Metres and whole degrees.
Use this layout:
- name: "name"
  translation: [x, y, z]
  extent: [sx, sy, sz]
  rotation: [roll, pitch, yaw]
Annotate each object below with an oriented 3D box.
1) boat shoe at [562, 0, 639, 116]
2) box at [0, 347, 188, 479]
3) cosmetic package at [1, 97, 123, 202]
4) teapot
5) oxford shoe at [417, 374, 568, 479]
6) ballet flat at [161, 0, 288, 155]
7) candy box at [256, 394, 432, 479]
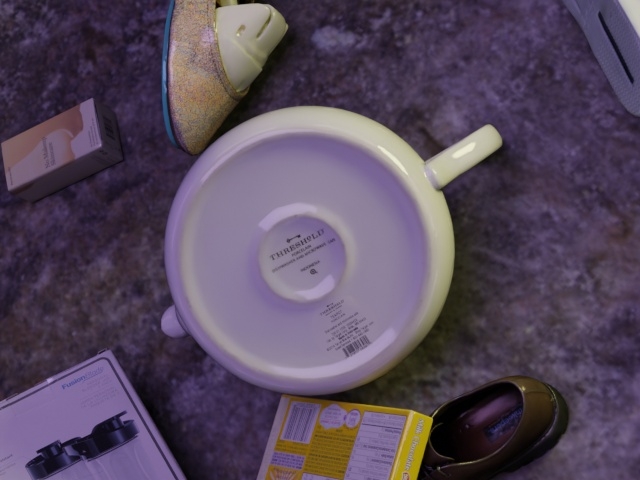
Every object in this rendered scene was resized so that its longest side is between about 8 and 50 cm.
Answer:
- name: "boat shoe"
  translation: [0.258, -0.228, 1.326]
  extent: [0.094, 0.109, 0.302]
  rotation: [-8, 60, -15]
- name: "box"
  translation: [-0.185, 0.252, 1.347]
  extent: [0.169, 0.087, 0.290]
  rotation: [-28, 58, -15]
- name: "cosmetic package"
  translation: [-0.257, -0.089, 1.572]
  extent: [0.115, 0.041, 0.060]
  rotation: [-25, 63, 19]
- name: "teapot"
  translation: [0.000, 0.000, 1.327]
  extent: [0.256, 0.187, 0.252]
  rotation: [14, 99, 5]
- name: "oxford shoe"
  translation: [0.085, 0.180, 1.260]
  extent: [0.227, 0.096, 0.083]
  rotation: [-44, 60, 10]
- name: "ballet flat"
  translation: [-0.084, -0.234, 1.499]
  extent: [0.106, 0.107, 0.316]
  rotation: [-4, 72, 19]
- name: "candy box"
  translation: [0.012, 0.183, 1.282]
  extent: [0.206, 0.027, 0.105]
  rotation: [-2, 71, 60]
